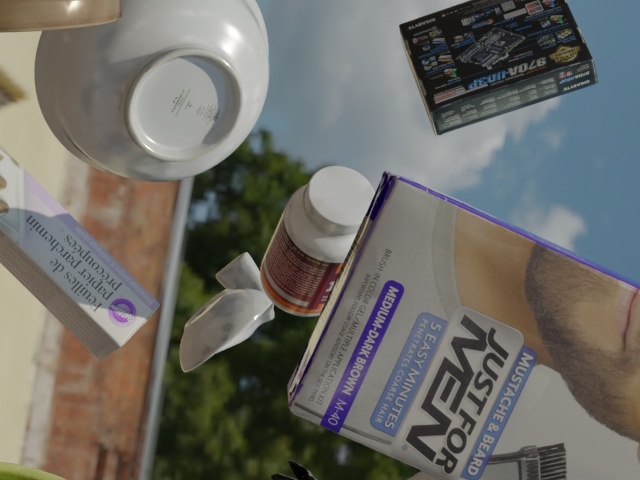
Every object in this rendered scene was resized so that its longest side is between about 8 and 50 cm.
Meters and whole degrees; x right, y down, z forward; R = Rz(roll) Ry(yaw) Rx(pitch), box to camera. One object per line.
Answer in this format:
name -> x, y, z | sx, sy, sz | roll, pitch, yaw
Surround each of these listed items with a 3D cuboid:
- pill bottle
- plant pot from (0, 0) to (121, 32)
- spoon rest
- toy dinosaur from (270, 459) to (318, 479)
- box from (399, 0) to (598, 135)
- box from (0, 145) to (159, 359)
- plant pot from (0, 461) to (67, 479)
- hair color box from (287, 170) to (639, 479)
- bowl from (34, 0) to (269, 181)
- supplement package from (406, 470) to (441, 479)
pill bottle -> 0.000, 0.000, 1.493 | 0.152, 0.086, 0.086 | 115, -20, -54
plant pot -> -0.314, -0.269, 1.571 | 0.237, 0.237, 0.109 | -134, -137, -72
spoon rest -> -0.104, 0.093, 1.981 | 0.137, 0.084, 0.276 | -39, -171, 14
toy dinosaur -> 0.030, 0.366, 1.960 | 0.322, 0.218, 0.164 | -19, -116, 26
box -> 0.227, -0.243, 2.078 | 0.051, 0.220, 0.175 | 68, 4, -50
box -> -0.295, -0.024, 1.525 | 0.063, 0.324, 0.067 | -49, -172, -30
plant pot -> -0.305, 0.378, 1.395 | 0.276, 0.276, 0.254 | -95, -159, -45
hair color box -> 0.165, 0.101, 1.160 | 0.110, 0.339, 0.185 | -115, -131, -84
bowl -> -0.179, -0.182, 1.891 | 0.134, 0.298, 0.297 | 53, -49, 54
supplement package -> 0.154, 0.298, 1.424 | 0.203, 0.149, 0.194 | -38, -119, 29
